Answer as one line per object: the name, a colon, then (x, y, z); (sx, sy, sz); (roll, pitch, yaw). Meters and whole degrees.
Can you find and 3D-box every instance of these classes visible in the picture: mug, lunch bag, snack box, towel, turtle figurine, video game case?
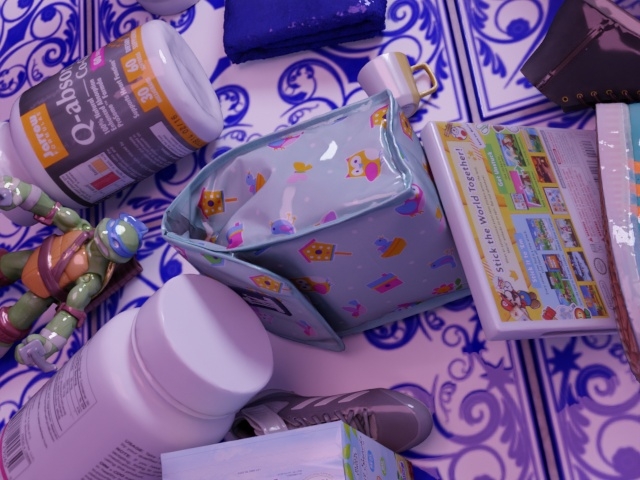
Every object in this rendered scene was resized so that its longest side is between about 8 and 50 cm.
mug: (0.089, -0.175, 1.124); (0.078, 0.062, 0.064); (-31, 67, 16)
lunch bag: (0.000, 0.000, 0.989); (0.262, 0.223, 0.160); (-22, 55, 14)
snack box: (-0.022, 0.230, 0.908); (0.174, 0.207, 0.070); (-14, 63, 18)
towel: (-0.009, -0.375, 1.250); (0.227, 0.076, 0.308); (-7, 66, 28)
turtle figurine: (-0.355, 0.041, 1.119); (0.266, 0.275, 0.198); (-27, 103, 31)
video game case: (0.215, -0.014, 0.942); (0.206, 0.026, 0.227); (0, 60, -25)

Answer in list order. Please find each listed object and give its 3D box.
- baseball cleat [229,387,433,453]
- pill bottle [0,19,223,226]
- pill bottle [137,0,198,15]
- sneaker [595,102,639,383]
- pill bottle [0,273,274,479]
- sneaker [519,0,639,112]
baseball cleat: (0.003, 0.190, 0.973); (0.206, 0.109, 0.072); (-5, 100, 28)
pill bottle: (-0.271, -0.136, 1.201); (0.278, 0.162, 0.162); (-27, 60, 10)
pill bottle: (-0.246, -0.412, 1.250); (0.153, 0.265, 0.153); (-10, 63, 20)
sneaker: (0.314, -0.013, 0.876); (0.121, 0.108, 0.302); (-5, 53, 14)
pill bottle: (-0.185, 0.167, 0.981); (0.283, 0.160, 0.160); (-42, 56, 29)
sneaker: (0.320, -0.157, 1.018); (0.222, 0.083, 0.118); (43, 109, 23)
